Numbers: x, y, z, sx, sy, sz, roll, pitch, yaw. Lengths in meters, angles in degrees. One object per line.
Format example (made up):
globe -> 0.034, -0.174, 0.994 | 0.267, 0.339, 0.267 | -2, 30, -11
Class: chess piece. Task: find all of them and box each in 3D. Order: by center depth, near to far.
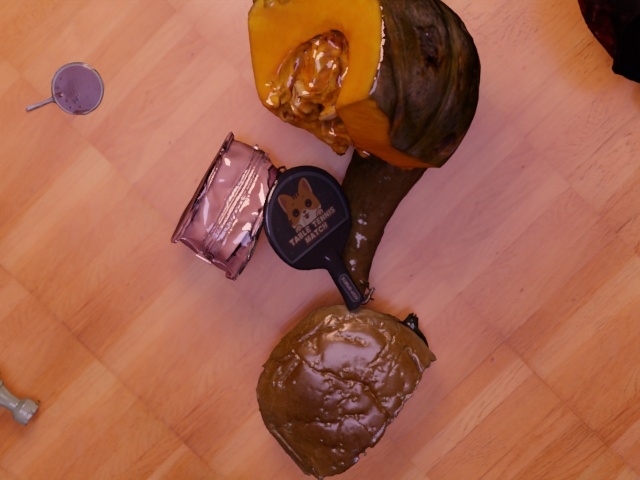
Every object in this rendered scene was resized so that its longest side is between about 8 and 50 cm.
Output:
chess piece -> -0.516, 0.259, 1.461 | 0.103, 0.067, 0.067 | 34, 96, -12

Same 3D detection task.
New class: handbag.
handbag -> -0.137, -0.053, 1.360 | 0.116, 0.179, 0.205 | 28, 76, -10

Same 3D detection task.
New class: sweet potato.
sweet potato -> 0.106, -0.111, 1.373 | 0.130, 0.130, 0.423 | 24, 99, -1

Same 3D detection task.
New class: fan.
fan -> -0.412, -0.235, 1.432 | 0.133, 0.005, 0.085 | -22, 96, 3

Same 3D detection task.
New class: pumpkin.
pumpkin -> 0.060, -0.243, 1.219 | 0.303, 0.225, 0.257 | 10, 84, 40

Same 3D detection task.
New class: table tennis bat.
table tennis bat -> 0.000, 0.000, 1.322 | 0.150, 0.027, 0.236 | -39, 110, -27

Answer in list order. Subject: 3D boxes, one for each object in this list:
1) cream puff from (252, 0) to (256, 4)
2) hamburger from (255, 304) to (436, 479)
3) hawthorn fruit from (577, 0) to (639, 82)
cream puff -> -0.034, -0.373, 1.359 | 0.143, 0.103, 0.126 | -4, 109, 2
hamburger -> 0.025, 0.214, 1.407 | 0.211, 0.132, 0.309 | 43, 97, -5
hawthorn fruit -> 0.496, -0.370, 1.249 | 0.315, 0.316, 0.316 | 0, 96, 1
